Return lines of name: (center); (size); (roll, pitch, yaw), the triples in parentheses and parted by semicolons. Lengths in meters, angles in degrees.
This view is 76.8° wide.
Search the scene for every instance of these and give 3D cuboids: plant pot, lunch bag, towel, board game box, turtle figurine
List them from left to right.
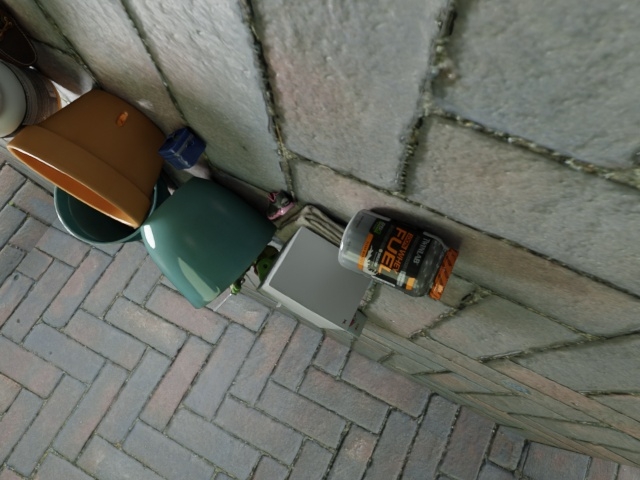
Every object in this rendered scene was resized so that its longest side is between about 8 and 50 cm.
plant pot: (-0.482, -0.191, 0.905); (0.291, 0.203, 0.291); (26, 162, 9)
plant pot: (-0.567, -0.115, 1.187); (0.271, 0.272, 0.255); (28, 177, 1)
lunch bag: (-0.290, -0.192, 0.836); (0.098, 0.067, 0.065); (5, 152, 50)
plant pot: (-0.295, -0.016, 1.013); (0.235, 0.293, 0.293); (47, 158, -15)
turtle figurine: (-0.150, 0.118, 1.175); (0.198, 0.275, 0.266); (25, 167, -21)
towel: (0.000, 0.000, 0.974); (0.187, 0.049, 0.282); (34, 163, -13)
board game box: (0.007, 0.272, 1.648); (0.303, 0.097, 0.224); (10, 155, 43)

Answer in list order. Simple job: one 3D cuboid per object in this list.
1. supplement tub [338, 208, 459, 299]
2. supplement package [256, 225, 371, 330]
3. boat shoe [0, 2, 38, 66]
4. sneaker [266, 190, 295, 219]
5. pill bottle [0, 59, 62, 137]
supplement tub: (0.138, 0.027, 0.721); (0.190, 0.117, 0.117); (22, 161, 18)
supplement package: (-0.018, 0.094, 0.929); (0.194, 0.149, 0.203); (32, 163, -8)
boat shoe: (-0.595, -0.395, 0.716); (0.073, 0.073, 0.207); (21, 162, 28)
sneaker: (-0.100, -0.083, 0.912); (0.057, 0.047, 0.119); (53, 155, -12)
pill bottle: (-0.668, -0.292, 0.826); (0.162, 0.162, 0.278); (34, -173, -18)
